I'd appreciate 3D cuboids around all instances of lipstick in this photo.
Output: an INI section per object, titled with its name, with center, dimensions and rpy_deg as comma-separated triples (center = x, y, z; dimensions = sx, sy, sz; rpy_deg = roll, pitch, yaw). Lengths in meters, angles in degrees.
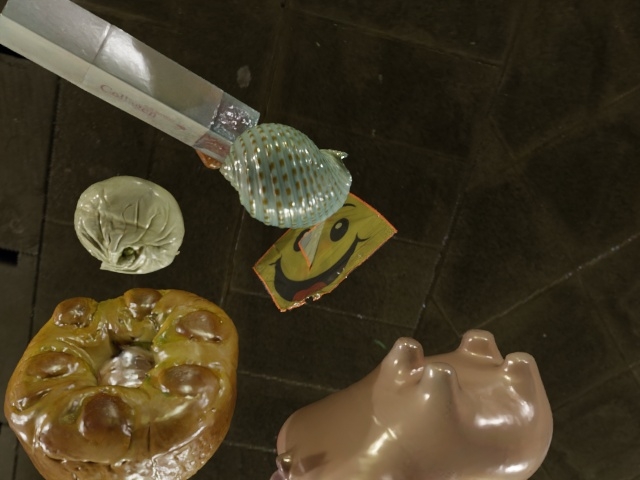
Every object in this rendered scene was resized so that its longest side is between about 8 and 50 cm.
[lipstick]
center = -0.268, -0.235, 0.938
dimensions = 0.371, 0.076, 0.079
rpy_deg = 26, 64, -26

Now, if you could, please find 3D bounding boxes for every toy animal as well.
[toy animal]
center = 0.102, 0.237, 0.716
dimensions = 0.326, 0.237, 0.269
rpy_deg = -1, 103, -24

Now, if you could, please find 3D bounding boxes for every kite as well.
[kite]
center = 0.001, 0.001, 1.320
dimensions = 0.377, 0.327, 0.013
rpy_deg = -18, 130, 35

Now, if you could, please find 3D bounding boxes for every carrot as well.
[carrot]
center = -0.288, -0.253, 1.452
dimensions = 0.048, 0.048, 0.216
rpy_deg = -33, 88, 8

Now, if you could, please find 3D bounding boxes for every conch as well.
[conch]
center = -0.025, -0.041, 0.438
dimensions = 0.085, 0.056, 0.076
rpy_deg = 3, 106, 14

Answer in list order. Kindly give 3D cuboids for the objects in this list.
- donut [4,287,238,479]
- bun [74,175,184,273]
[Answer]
[donut]
center = -0.190, 0.143, 0.640
dimensions = 0.226, 0.226, 0.114
rpy_deg = -2, 126, -3
[bun]
center = -0.396, -0.018, 1.346
dimensions = 0.229, 0.145, 0.229
rpy_deg = -2, 137, -2
